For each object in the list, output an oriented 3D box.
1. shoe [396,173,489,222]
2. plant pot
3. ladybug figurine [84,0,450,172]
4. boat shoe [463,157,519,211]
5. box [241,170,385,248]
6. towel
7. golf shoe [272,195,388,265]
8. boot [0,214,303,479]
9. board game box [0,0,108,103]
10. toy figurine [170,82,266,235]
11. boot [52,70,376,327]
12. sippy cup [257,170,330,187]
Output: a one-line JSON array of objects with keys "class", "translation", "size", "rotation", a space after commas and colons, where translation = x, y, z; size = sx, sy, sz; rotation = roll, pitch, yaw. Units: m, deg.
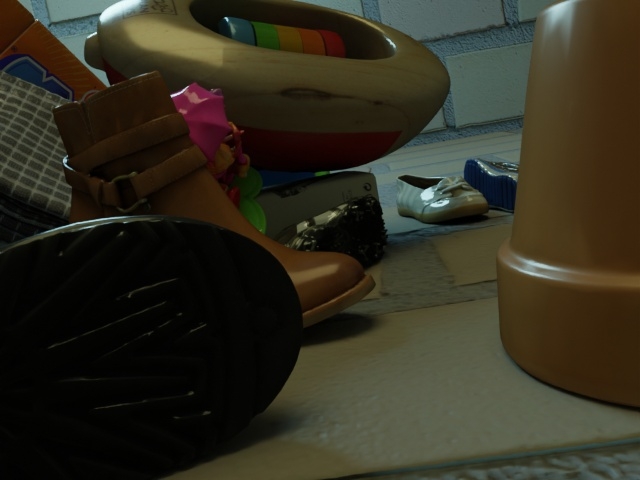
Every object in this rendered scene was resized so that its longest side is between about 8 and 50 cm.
[{"class": "shoe", "translation": [0.159, -0.062, 1.048], "size": [0.076, 0.058, 0.219], "rotation": [-13, 9, -18]}, {"class": "plant pot", "translation": [0.240, -0.050, 0.432], "size": [0.290, 0.204, 0.291], "rotation": [-9, 9, 2]}, {"class": "ladybug figurine", "translation": [-0.060, -0.191, 0.932], "size": [0.449, 0.162, 0.305], "rotation": [3, 34, -19]}, {"class": "boat shoe", "translation": [0.257, -0.075, 1.040], "size": [0.066, 0.066, 0.183], "rotation": [-7, 18, -13]}, {"class": "box", "translation": [-0.072, -0.012, 0.878], "size": [0.275, 0.094, 0.113], "rotation": [-12, 10, -17]}, {"class": "towel", "translation": [-0.337, -0.082, 0.818], "size": [0.283, 0.121, 0.235], "rotation": [23, 26, -19]}, {"class": "golf shoe", "translation": [0.000, 0.000, 0.788], "size": [0.093, 0.077, 0.198], "rotation": [-4, 10, 34]}, {"class": "boot", "translation": [-0.202, 0.058, 0.469], "size": [0.347, 0.131, 0.260], "rotation": [-13, 9, -13]}, {"class": "board game box", "translation": [-0.547, -0.158, 1.059], "size": [0.356, 0.356, 0.356], "rotation": [-52, 24, -16]}, {"class": "toy figurine", "translation": [-0.111, -0.084, 0.741], "size": [0.130, 0.159, 0.173], "rotation": [14, 44, 12]}, {"class": "boot", "translation": [-0.101, -0.031, 0.623], "size": [0.283, 0.220, 0.109], "rotation": [-4, 12, 35]}, {"class": "sippy cup", "translation": [-0.132, -0.093, 1.118], "size": [0.305, 0.240, 0.224], "rotation": [-41, 33, -24]}]
